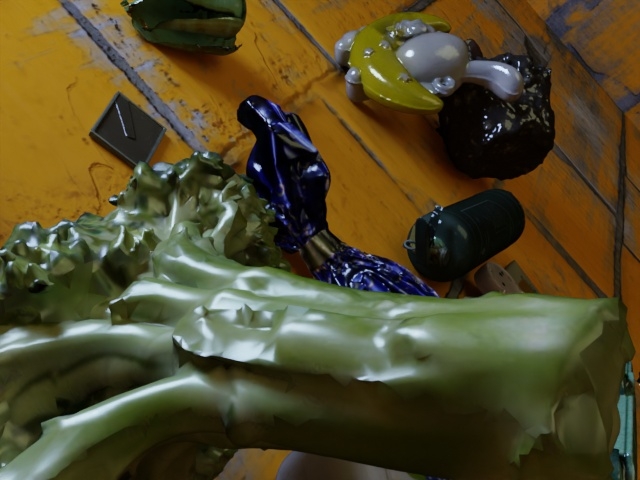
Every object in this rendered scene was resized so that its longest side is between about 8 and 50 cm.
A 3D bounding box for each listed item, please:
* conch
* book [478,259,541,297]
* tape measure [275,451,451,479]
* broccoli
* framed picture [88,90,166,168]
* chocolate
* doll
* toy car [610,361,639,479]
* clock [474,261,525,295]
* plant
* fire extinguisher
[{"bbox_3d":[-0.154,-0.264,1.018,0.170,0.079,0.106,-23,69,-42],"label":"conch"},{"bbox_3d":[0.299,0.152,1.197,0.208,0.020,0.295,53,31,5],"label":"book"},{"bbox_3d":[0.089,0.275,0.692,0.258,0.130,0.265,24,34,-41],"label":"tape measure"},{"bbox_3d":[-0.046,0.063,0.515,0.353,0.397,0.275,-107,170,-45],"label":"broccoli"},{"bbox_3d":[-0.195,-0.111,0.856,0.066,0.006,0.089,37,32,-20],"label":"framed picture"},{"bbox_3d":[0.000,-0.005,0.901,0.343,0.126,0.148,53,-8,10],"label":"chocolate"},{"bbox_3d":[0.152,-0.270,1.302,0.252,0.111,0.237,-13,44,-16],"label":"doll"},{"bbox_3d":[0.206,0.182,0.718,0.320,0.141,0.097,-33,115,-67],"label":"toy car"},{"bbox_3d":[0.249,0.083,1.148,0.087,0.041,0.129,40,27,-10],"label":"clock"},{"bbox_3d":[0.290,-0.223,1.415,0.178,0.204,0.234,0,59,-14],"label":"plant"},{"bbox_3d":[0.194,-0.012,1.156,0.095,0.114,0.311,21,22,25],"label":"fire extinguisher"}]
